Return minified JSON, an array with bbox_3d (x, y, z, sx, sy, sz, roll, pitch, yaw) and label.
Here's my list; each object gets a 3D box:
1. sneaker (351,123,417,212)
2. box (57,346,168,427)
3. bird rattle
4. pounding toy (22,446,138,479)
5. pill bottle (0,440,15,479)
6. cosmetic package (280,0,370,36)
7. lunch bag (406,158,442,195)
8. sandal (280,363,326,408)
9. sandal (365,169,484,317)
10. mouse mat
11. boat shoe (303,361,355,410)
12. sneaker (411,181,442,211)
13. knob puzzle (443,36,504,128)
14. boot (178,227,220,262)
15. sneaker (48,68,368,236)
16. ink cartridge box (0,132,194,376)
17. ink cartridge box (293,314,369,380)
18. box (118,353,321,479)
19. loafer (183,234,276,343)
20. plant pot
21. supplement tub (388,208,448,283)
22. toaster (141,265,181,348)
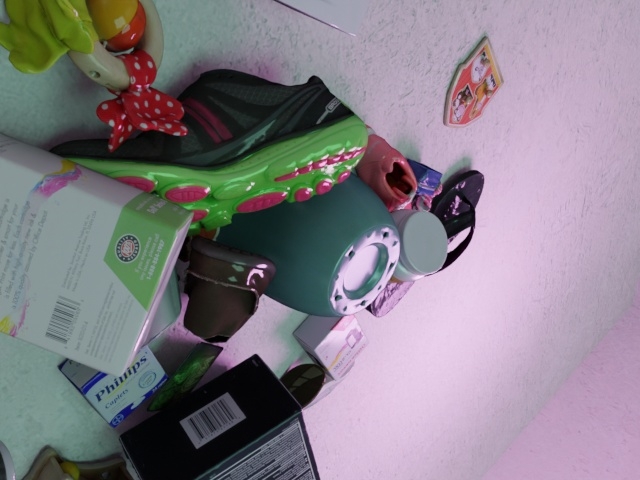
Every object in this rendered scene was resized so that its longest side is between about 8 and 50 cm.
[{"bbox_3d":[0.139,-0.098,1.505,0.116,0.136,0.314,-49,145,-10],"label":"sneaker"},{"bbox_3d":[-0.342,0.222,1.233,0.126,0.072,0.137,-42,142,-21],"label":"box"},{"bbox_3d":[-0.250,-0.244,0.896,0.253,0.143,0.207,34,55,-40],"label":"bird rattle"},{"bbox_3d":[-0.391,0.472,1.297,0.154,0.155,0.270,-42,143,-13],"label":"pounding toy"},{"bbox_3d":[-0.555,0.356,1.040,0.208,0.119,0.119,0,117,-51],"label":"pill bottle"},{"bbox_3d":[-0.014,-0.443,1.045,0.224,0.138,0.225,6,113,-52],"label":"cosmetic package"},{"bbox_3d":[0.220,-0.135,1.635,0.098,0.067,0.065,9,110,-54],"label":"lunch bag"},{"bbox_3d":[-0.067,0.373,1.678,0.219,0.090,0.060,-59,162,0],"label":"sandal"},{"bbox_3d":[0.279,0.021,1.794,0.446,0.107,0.167,-49,145,-11],"label":"sandal"},{"bbox_3d":[-0.246,0.254,1.368,0.153,0.007,0.190,-53,169,-6],"label":"mouse mat"},{"bbox_3d":[0.008,0.342,1.761,0.184,0.066,0.063,-41,153,-23],"label":"boat shoe"},{"bbox_3d":[0.238,-0.105,1.708,0.047,0.057,0.119,48,53,-14],"label":"sneaker"},{"bbox_3d":[0.346,-0.331,1.665,0.213,0.030,0.213,-31,138,-32],"label":"knob puzzle"},{"bbox_3d":[-0.204,-0.045,1.208,0.084,0.059,0.158,-34,148,-34],"label":"boot"},{"bbox_3d":[-0.170,-0.136,1.090,0.482,0.202,0.185,-13,153,-26],"label":"sneaker"},{"bbox_3d":[-0.360,-0.003,0.897,0.119,0.353,0.207,-87,-159,-76],"label":"ink cartridge box"},{"bbox_3d":[0.029,0.223,1.681,0.127,0.072,0.175,-48,144,-14],"label":"ink cartridge box"},{"bbox_3d":[-0.174,0.425,1.384,0.296,0.182,0.294,-29,133,-20],"label":"box"},{"bbox_3d":[-0.152,0.098,1.180,0.366,0.133,0.130,101,6,-72],"label":"loafer"},{"bbox_3d":[0.000,0.000,1.329,0.293,0.235,0.293,-30,137,-33],"label":"plant pot"},{"bbox_3d":[0.141,0.014,1.480,0.144,0.199,0.144,6,80,-37],"label":"supplement tub"},{"bbox_3d":[-0.314,0.094,1.118,0.227,0.129,0.146,-38,144,-27],"label":"toaster"}]
